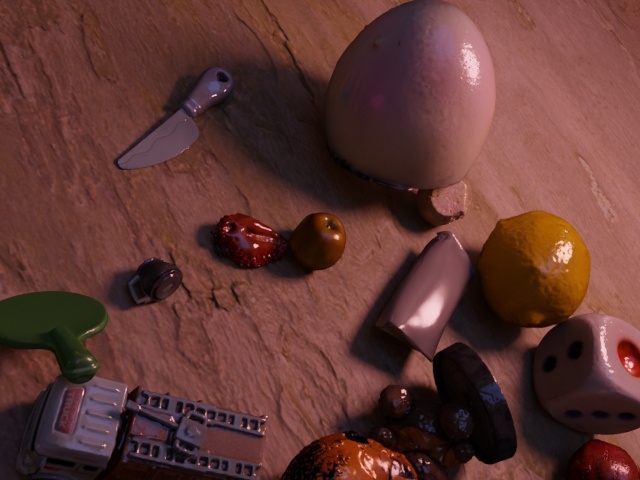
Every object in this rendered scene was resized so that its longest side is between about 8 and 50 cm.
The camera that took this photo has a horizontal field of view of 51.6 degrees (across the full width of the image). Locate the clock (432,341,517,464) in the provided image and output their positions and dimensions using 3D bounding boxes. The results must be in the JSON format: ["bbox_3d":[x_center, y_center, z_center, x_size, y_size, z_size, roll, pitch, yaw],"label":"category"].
[{"bbox_3d":[0.265,0.286,1.160,0.042,0.215,0.214,-20,71,-13],"label":"clock"}]

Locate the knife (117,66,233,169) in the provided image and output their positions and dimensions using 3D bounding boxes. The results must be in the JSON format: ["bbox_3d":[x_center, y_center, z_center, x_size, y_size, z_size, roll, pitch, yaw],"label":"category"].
[{"bbox_3d":[-0.266,-0.226,1.279,0.080,0.044,0.331,41,53,-13],"label":"knife"}]

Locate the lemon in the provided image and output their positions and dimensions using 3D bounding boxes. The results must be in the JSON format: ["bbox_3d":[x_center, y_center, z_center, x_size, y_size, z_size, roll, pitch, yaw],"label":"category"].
[{"bbox_3d":[0.454,0.063,1.414,0.234,0.233,0.288,32,52,-11],"label":"lemon"}]

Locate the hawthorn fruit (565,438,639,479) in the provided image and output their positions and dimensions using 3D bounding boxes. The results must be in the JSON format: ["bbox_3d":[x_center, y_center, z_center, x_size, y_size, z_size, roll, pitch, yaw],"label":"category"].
[{"bbox_3d":[0.545,0.456,1.278,0.148,0.148,0.172,33,30,-10],"label":"hawthorn fruit"}]

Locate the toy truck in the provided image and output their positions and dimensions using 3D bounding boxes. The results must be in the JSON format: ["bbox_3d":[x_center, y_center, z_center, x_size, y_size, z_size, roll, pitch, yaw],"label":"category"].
[{"bbox_3d":[-0.229,0.270,0.886,0.306,0.162,0.136,19,52,-21],"label":"toy truck"}]

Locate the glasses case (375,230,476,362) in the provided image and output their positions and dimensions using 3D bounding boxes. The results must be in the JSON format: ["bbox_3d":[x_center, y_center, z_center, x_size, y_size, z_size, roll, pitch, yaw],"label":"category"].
[{"bbox_3d":[0.216,0.114,1.328,0.128,0.083,0.308,46,47,-6],"label":"glasses case"}]

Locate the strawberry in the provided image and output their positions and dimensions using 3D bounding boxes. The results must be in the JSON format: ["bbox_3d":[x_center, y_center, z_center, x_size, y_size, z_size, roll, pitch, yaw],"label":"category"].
[{"bbox_3d":[-0.126,-0.002,1.209,0.152,0.048,0.103,4,62,-26],"label":"strawberry"}]

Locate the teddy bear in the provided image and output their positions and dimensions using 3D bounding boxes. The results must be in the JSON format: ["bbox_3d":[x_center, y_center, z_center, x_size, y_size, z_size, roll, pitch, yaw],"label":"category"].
[{"bbox_3d":[0.167,0.358,1.114,0.177,0.140,0.190,11,59,11],"label":"teddy bear"}]

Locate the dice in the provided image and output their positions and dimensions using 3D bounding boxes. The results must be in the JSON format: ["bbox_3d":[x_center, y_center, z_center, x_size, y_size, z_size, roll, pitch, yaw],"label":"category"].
[{"bbox_3d":[0.572,0.277,1.371,0.193,0.192,0.194,27,51,-17],"label":"dice"}]

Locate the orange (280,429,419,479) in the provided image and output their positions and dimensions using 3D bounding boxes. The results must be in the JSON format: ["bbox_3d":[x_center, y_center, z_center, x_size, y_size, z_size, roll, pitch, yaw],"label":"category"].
[{"bbox_3d":[0.045,0.399,0.963,0.235,0.182,0.234,26,46,-31],"label":"orange"}]

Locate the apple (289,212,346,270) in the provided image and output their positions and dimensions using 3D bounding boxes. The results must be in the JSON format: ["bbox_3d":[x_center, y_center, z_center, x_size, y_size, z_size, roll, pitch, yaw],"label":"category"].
[{"bbox_3d":[0.000,0.000,1.249,0.099,0.102,0.114,40,40,-5],"label":"apple"}]

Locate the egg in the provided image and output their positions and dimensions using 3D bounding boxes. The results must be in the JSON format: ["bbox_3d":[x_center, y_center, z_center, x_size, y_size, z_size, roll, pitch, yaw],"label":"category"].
[{"bbox_3d":[0.198,-0.328,1.369,0.355,0.339,0.354,8,38,-7],"label":"egg"}]

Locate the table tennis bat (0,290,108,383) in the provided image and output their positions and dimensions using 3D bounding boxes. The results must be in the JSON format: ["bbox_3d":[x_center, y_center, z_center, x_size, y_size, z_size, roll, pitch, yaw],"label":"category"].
[{"bbox_3d":[-0.356,0.122,0.891,0.161,0.039,0.257,-8,21,-34],"label":"table tennis bat"}]

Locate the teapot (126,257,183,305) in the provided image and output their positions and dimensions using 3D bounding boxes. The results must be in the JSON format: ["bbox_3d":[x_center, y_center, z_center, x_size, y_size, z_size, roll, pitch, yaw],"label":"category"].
[{"bbox_3d":[-0.272,0.065,1.070,0.088,0.066,0.057,-40,65,-20],"label":"teapot"}]

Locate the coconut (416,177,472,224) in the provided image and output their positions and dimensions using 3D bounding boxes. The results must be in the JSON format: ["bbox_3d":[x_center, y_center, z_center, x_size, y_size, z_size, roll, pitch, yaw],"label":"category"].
[{"bbox_3d":[0.274,-0.090,1.478,0.116,0.122,0.116,0,88,-4],"label":"coconut"}]
